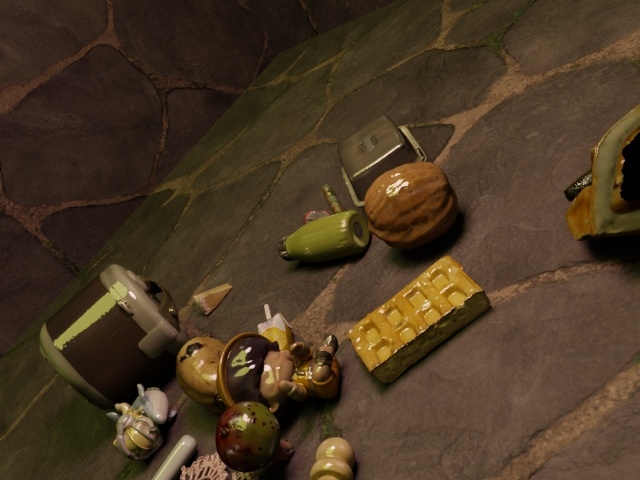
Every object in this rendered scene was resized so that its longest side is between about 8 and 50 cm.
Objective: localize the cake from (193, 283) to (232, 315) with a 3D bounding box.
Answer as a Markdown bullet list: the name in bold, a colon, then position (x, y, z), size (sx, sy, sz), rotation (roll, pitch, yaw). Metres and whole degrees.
- **cake**: position (-0.313, 0.158, 1.924), size (0.121, 0.065, 0.052), rotation (-45, 29, -27)

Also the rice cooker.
- **rice cooker**: position (-0.537, 0.249, 1.762), size (0.325, 0.335, 0.335), rotation (-44, 27, -10)

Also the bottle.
- **bottle**: position (0.000, 0.000, 1.707), size (0.260, 0.112, 0.112), rotation (-14, 36, 40)

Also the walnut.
- **walnut**: position (0.201, -0.075, 1.476), size (0.213, 0.213, 0.213), rotation (-30, 28, 18)

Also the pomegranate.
- **pomegranate**: position (-0.129, 0.373, 1.222), size (0.129, 0.159, 0.130), rotation (-9, 54, 13)

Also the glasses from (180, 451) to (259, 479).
- **glasses**: position (-0.227, 0.480, 1.270), size (0.255, 0.095, 0.162), rotation (-1, 37, 48)

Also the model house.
- **model house**: position (0.530, -0.112, 1.155), size (0.268, 0.173, 0.239), rotation (-37, -5, 0)

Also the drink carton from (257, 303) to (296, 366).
- **drink carton**: position (-0.106, 0.229, 1.526), size (0.084, 0.074, 0.200), rotation (-33, 26, 11)

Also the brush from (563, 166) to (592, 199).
- **brush**: position (0.569, -0.147, 1.308), size (0.190, 0.034, 0.027), rotation (-39, 36, -1)

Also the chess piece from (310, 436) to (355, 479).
- **chess piece**: position (0.020, 0.407, 1.090), size (0.094, 0.094, 0.170), rotation (-25, 22, 26)

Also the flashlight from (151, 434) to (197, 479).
- **flashlight**: position (-0.328, 0.505, 1.388), size (0.200, 0.047, 0.093), rotation (-53, -10, -37)

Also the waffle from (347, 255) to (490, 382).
- **waffle**: position (0.189, 0.153, 1.290), size (0.274, 0.057, 0.168), rotation (-38, 26, 1)

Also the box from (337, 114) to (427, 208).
- **box**: position (0.167, -0.198, 1.746), size (0.220, 0.166, 0.291), rotation (-33, 28, 10)

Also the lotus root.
- **lotus root**: position (-0.257, 0.308, 1.505), size (0.140, 0.154, 0.257), rotation (-38, 29, -11)

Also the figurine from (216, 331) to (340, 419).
- **figurine**: position (-0.087, 0.282, 1.330), size (0.256, 0.167, 0.192), rotation (-2, 35, 16)

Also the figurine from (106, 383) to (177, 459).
- **figurine**: position (-0.433, 0.438, 1.567), size (0.208, 0.128, 0.184), rotation (-26, 31, 41)

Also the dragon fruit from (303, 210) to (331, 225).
- **dragon fruit**: position (-0.003, -0.049, 1.853), size (0.083, 0.060, 0.056), rotation (-4, 28, 8)

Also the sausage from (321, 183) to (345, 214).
- **sausage**: position (0.038, -0.113, 1.925), size (0.032, 0.033, 0.269), rotation (-36, 27, 6)
